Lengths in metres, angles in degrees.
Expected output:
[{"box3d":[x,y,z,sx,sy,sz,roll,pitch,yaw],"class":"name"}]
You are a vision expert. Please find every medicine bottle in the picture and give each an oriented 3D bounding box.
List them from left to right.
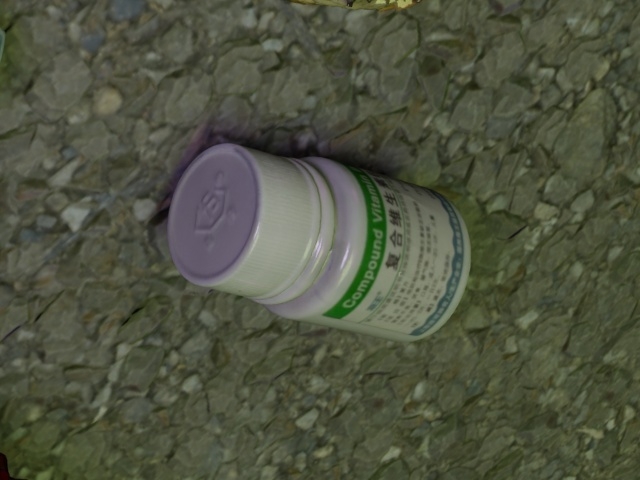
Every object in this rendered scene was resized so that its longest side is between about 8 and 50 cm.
[{"box3d":[0.000,0.000,1.544,0.237,0.139,0.139,16,110,-42],"class":"medicine bottle"}]

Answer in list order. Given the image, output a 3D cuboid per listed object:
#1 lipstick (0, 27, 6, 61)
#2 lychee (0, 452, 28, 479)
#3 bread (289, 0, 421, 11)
[{"box3d":[-0.307,-0.177,1.197,0.290,0.076,0.077,47,47,-50],"class":"lipstick"},{"box3d":[-0.354,0.292,1.296,0.424,0.424,0.500,9,140,-41],"class":"lychee"},{"box3d":[0.007,-0.251,1.371,0.140,0.169,0.160,-1,106,-36],"class":"bread"}]
